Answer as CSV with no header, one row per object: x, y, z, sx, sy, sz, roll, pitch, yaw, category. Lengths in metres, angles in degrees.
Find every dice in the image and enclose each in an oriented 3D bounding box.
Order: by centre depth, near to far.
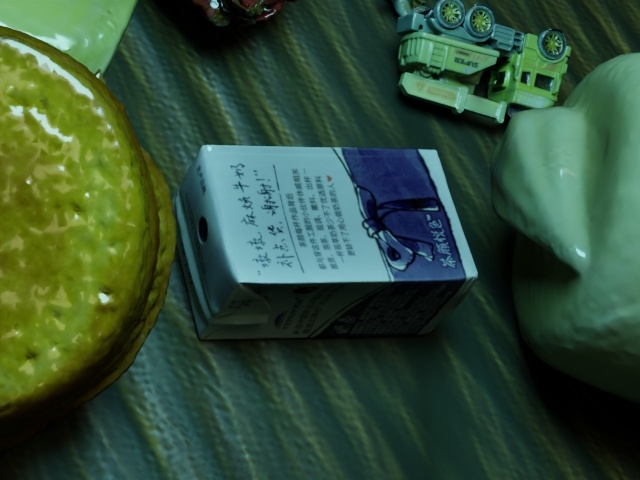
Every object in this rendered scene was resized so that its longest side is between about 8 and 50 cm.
-0.246,-0.167,1.214,0.169,0.166,0.169,25,50,-10,dice

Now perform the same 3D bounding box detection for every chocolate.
0.300,-0.003,1.283,0.297,0.326,0.314,14,85,-22,chocolate

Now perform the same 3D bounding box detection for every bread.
-0.251,0.001,1.043,0.312,0.172,0.312,0,88,-10,bread

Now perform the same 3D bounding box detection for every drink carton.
0.000,0.001,1.268,0.222,0.102,0.134,0,60,-27,drink carton

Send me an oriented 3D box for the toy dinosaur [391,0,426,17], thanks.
0.079,-0.258,1.537,0.187,0.044,0.106,47,36,-2,toy dinosaur

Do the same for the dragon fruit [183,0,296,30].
-0.074,-0.286,1.387,0.172,0.172,0.209,30,45,-6,dragon fruit

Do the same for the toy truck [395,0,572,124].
0.150,-0.165,1.475,0.169,0.077,0.100,14,85,-23,toy truck
